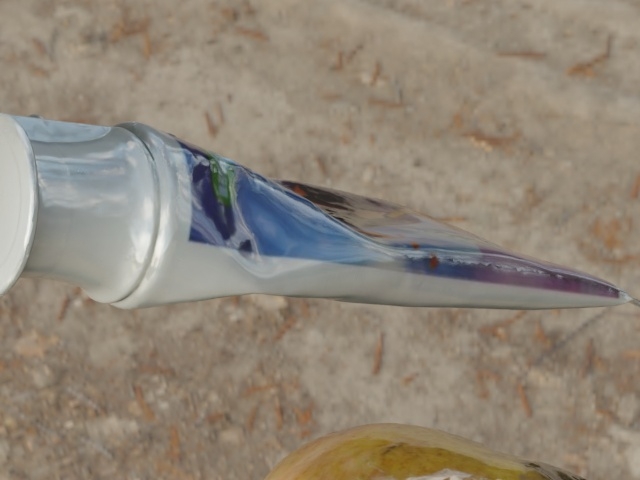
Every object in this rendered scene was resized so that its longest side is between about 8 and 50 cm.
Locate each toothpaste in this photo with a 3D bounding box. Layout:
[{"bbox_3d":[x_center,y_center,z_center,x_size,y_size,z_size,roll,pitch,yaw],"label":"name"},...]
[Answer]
[{"bbox_3d":[0.000,0.000,0.538,0.266,0.061,0.096,7,10,-40],"label":"toothpaste"}]

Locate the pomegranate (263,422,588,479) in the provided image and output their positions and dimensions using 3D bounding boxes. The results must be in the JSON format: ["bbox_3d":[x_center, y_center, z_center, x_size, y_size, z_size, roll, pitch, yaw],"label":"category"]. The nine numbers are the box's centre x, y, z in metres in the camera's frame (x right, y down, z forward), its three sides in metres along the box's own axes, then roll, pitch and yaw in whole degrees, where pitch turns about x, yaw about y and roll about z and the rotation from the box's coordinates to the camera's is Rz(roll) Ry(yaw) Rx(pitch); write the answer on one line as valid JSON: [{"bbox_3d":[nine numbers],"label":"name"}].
[{"bbox_3d":[0.085,0.268,1.007,0.322,0.322,0.322,-3,46,3],"label":"pomegranate"}]
